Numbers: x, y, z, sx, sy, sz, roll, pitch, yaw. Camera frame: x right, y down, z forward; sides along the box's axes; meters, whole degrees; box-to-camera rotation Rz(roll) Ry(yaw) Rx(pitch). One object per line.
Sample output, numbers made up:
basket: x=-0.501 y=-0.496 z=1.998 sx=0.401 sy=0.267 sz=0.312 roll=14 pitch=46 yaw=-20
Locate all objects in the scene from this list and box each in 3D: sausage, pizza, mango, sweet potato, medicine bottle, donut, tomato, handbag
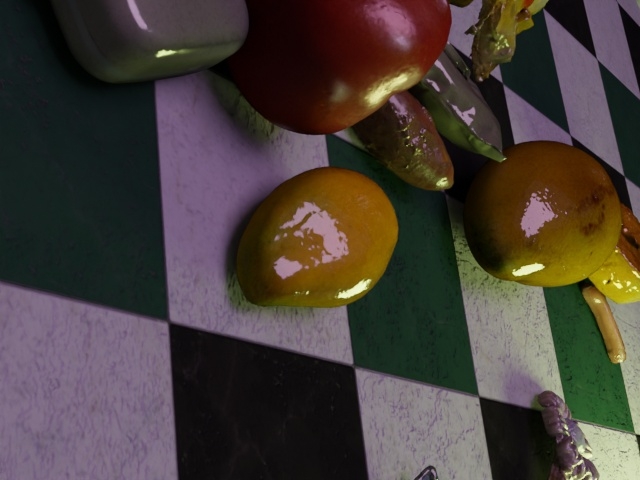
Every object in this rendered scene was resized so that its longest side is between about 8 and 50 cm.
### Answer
sausage: x=0.599 y=0.172 z=2.210 sx=0.043 sy=0.043 sz=0.186 roll=-37 pitch=105 yaw=-58
pizza: x=0.329 y=-0.397 z=1.750 sx=0.280 sy=0.075 sz=0.288 roll=-1 pitch=112 yaw=-61
mango: x=0.000 y=0.000 z=1.320 sx=0.316 sy=0.119 sz=0.177 roll=-26 pitch=98 yaw=-50
sweet potato: x=0.080 y=-0.214 z=1.574 sx=0.385 sy=0.109 sz=0.109 roll=50 pitch=36 yaw=-20
medicine bottle: x=-0.223 y=-0.364 z=1.162 sx=0.282 sy=0.123 sz=0.375 roll=-24 pitch=95 yaw=-57
donut: x=0.617 y=0.012 z=2.228 sx=0.303 sy=0.110 sz=0.303 roll=40 pitch=30 yaw=-29
tomato: x=0.008 y=-0.274 z=1.324 sx=0.226 sy=0.298 sz=0.299 roll=47 pitch=38 yaw=-28
handbag: x=0.180 y=-0.272 z=1.705 sx=0.253 sy=0.109 sz=0.316 roll=47 pitch=16 yaw=-28
mango: x=0.377 y=-0.041 z=1.824 sx=0.378 sy=0.221 sz=0.264 roll=-17 pitch=91 yaw=-50

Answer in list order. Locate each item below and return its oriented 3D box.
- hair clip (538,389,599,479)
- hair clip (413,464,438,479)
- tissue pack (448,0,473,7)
hair clip: x=0.412 y=0.380 z=1.775 sx=0.173 sy=0.069 sz=0.300 roll=56 pitch=34 yaw=-21
hair clip: x=0.103 y=0.380 z=1.330 sx=0.066 sy=0.036 sz=0.229 roll=50 pitch=42 yaw=-21
tissue pack: x=0.165 y=-0.575 z=1.749 sx=0.382 sy=0.228 sz=0.293 roll=-8 pitch=66 yaw=-58
